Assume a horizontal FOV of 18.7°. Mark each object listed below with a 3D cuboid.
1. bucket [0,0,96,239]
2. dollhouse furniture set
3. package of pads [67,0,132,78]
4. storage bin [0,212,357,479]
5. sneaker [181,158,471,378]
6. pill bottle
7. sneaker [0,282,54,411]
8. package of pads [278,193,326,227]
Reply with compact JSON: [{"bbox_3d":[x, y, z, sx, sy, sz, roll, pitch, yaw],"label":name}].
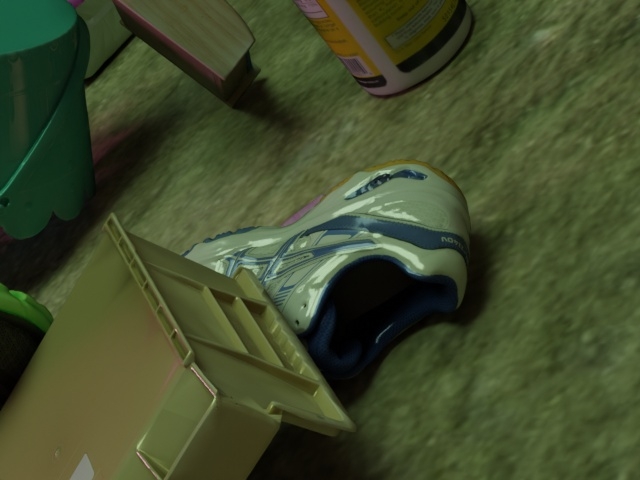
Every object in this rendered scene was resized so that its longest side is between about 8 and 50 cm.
[{"bbox_3d":[-0.349,-0.132,1.868,0.281,0.183,0.281,2,26,-1],"label":"bucket"},{"bbox_3d":[-0.085,-0.320,1.769,0.303,0.286,0.198,-53,-1,-4],"label":"dollhouse furniture set"},{"bbox_3d":[-0.253,-0.319,2.237,0.296,0.101,0.229,-49,30,-17],"label":"package of pads"},{"bbox_3d":[-0.123,0.157,1.266,0.262,0.123,0.260,-58,28,11],"label":"storage bin"},{"bbox_3d":[-0.025,0.053,1.405,0.296,0.112,0.131,-32,32,20],"label":"sneaker"},{"bbox_3d":[0.027,-0.235,1.650,0.119,0.208,0.119,-30,30,19],"label":"pill bottle"},{"bbox_3d":[-0.330,0.183,1.467,0.483,0.185,0.202,127,152,-44],"label":"sneaker"},{"bbox_3d":[0.000,0.000,1.532,0.050,0.032,0.083,-39,28,6],"label":"package of pads"}]
